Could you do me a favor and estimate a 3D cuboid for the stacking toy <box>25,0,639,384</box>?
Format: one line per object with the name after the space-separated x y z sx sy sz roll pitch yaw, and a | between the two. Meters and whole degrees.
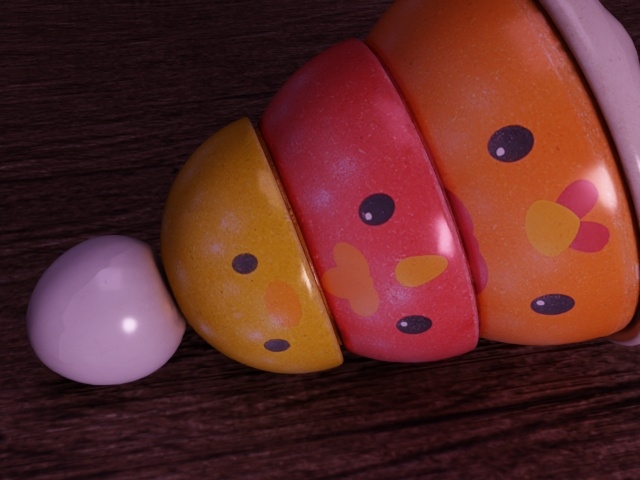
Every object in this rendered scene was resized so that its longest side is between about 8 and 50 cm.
0.000 0.000 0.702 0.480 0.350 0.350 -24 39 -2 | stacking toy
